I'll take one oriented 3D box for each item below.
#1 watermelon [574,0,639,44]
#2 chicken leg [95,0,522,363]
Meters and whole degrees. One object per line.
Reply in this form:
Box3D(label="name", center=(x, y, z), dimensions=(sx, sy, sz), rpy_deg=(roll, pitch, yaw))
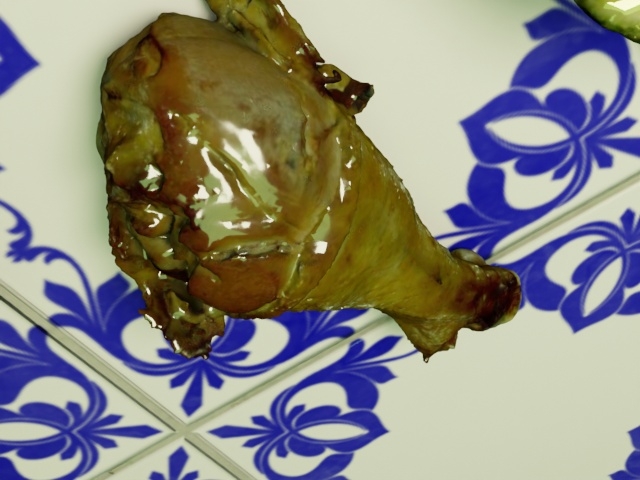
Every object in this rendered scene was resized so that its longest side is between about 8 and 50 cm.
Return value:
Box3D(label="watermelon", center=(0.217, -0.258, 0.369), dimensions=(0.330, 0.189, 0.331), rpy_deg=(1, 129, 2))
Box3D(label="chicken leg", center=(-0.011, 0.008, 0.551), dimensions=(0.211, 0.140, 0.361), rpy_deg=(-39, 124, 7))
